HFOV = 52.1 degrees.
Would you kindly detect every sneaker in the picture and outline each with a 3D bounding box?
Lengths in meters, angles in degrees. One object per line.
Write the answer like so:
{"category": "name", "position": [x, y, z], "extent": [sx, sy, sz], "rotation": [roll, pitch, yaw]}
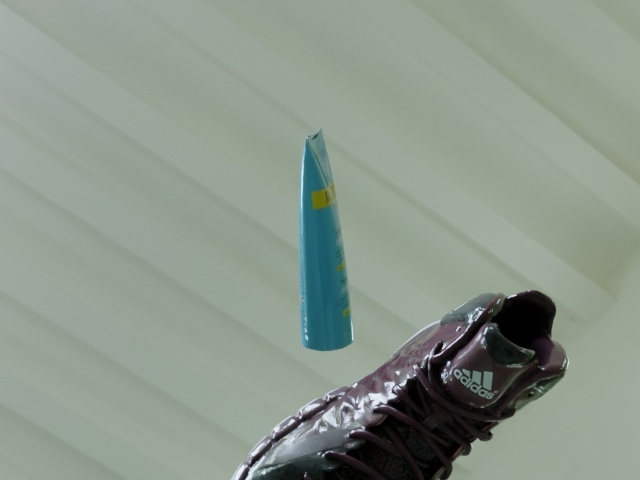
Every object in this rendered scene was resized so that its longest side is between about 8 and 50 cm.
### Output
{"category": "sneaker", "position": [0.050, 0.111, 0.401], "extent": [0.106, 0.162, 0.281], "rotation": [45, -123, 10]}

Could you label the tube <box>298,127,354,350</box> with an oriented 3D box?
{"category": "tube", "position": [0.000, 0.000, 0.623], "extent": [0.052, 0.080, 0.207], "rotation": [-3, -77, 4]}
